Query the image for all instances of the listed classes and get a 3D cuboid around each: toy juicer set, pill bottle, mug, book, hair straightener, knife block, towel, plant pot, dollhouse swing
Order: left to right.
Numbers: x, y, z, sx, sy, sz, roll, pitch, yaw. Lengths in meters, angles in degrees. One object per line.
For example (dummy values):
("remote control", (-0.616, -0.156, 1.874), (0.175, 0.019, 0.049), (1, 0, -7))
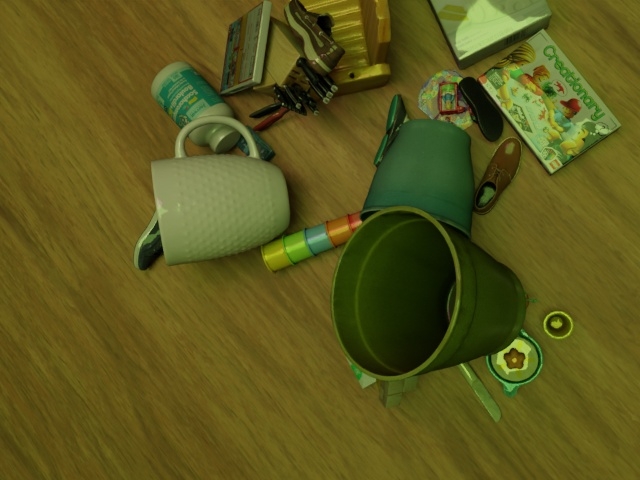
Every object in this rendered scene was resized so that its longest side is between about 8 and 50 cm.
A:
("pill bottle", (-0.342, -0.366, 1.667), (0.146, 0.146, 0.264), (-45, 79, 11))
("mug", (-0.262, -0.139, 1.555), (0.328, 0.276, 0.373), (-8, 97, -13))
("towel", (-0.189, -0.265, 1.684), (0.119, 0.029, 0.067), (45, 102, 11))
("hair straightener", (-0.116, -0.382, 1.611), (0.230, 0.047, 0.089), (-24, 81, 44))
("knife block", (-0.055, -0.447, 1.485), (0.242, 0.088, 0.275), (0, 82, 43))
("dollhouse swing", (0.027, -0.570, 1.482), (0.315, 0.305, 0.346), (-8, 89, 16))
("book", (0.153, 0.319, 1.588), (0.144, 0.035, 0.096), (-33, 76, 14))
("plant pot", (0.256, -0.145, 1.452), (0.272, 0.271, 0.255), (12, 78, 16))
("plant pot", (0.273, 0.137, 1.356), (0.367, 0.353, 0.366), (-17, 67, 46))
("toy juicer set", (0.447, 0.269, 1.472), (0.209, 0.089, 0.329), (36, 100, 13))

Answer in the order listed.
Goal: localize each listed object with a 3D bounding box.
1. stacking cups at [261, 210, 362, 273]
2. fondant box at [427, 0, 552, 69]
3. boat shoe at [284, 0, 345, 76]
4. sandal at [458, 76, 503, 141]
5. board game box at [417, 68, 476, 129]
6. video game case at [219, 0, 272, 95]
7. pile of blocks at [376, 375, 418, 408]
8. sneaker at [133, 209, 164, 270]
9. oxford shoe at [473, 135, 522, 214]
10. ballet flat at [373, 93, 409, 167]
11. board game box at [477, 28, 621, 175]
("stacking cups", (0.000, 0.000, 1.597), (0.316, 0.096, 0.096), (-19, 85, 15))
("fondant box", (0.392, -0.635, 1.486), (0.238, 0.096, 0.330), (-24, 82, 15))
("boat shoe", (-0.006, -0.506, 1.428), (0.095, 0.095, 0.257), (-38, 58, 23))
("sandal", (0.405, -0.331, 1.506), (0.067, 0.040, 0.179), (-25, 84, -16))
("board game box", (0.336, -0.364, 1.533), (0.169, 0.033, 0.133), (45, 101, 11))
("video game case", (-0.206, -0.504, 1.588), (0.025, 0.285, 0.203), (7, 93, -27))
("pile of blocks", (0.173, 0.238, 1.534), (0.113, 0.149, 0.362), (-6, 81, -21))
("sneaker", (-0.438, 0.015, 1.725), (0.163, 0.086, 0.226), (30, 97, 17))
("oxford shoe", (0.444, -0.163, 1.482), (0.076, 0.076, 0.212), (25, 95, 16))
("ballet flat", (0.198, -0.279, 1.560), (0.074, 0.074, 0.203), (16, 88, 15))
("board game box", (0.556, -0.338, 1.460), (0.193, 0.053, 0.305), (-37, 80, 12))
